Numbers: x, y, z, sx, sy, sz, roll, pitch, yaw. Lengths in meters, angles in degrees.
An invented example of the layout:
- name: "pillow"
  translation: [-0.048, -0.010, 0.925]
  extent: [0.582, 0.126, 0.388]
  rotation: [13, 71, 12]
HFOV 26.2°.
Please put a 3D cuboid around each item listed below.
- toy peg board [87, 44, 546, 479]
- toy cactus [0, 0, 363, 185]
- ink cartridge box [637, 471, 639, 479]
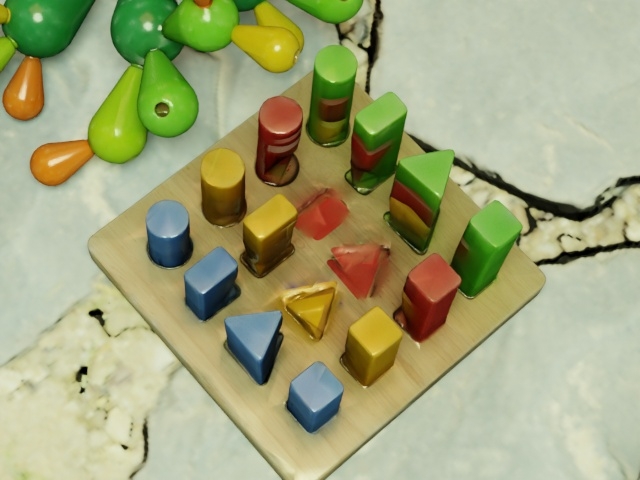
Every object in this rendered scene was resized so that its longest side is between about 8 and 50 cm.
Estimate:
- name: "toy peg board"
  translation: [0.000, 0.000, 0.639]
  extent: [0.160, 0.079, 0.161]
  rotation: [-38, 74, -18]
- name: "toy cactus"
  translation: [-0.096, -0.125, 0.676]
  extent: [0.219, 0.112, 0.180]
  rotation: [-21, 52, 9]
- name: "ink cartridge box"
  translation: [0.183, 0.138, 0.525]
  extent: [0.117, 0.201, 0.278]
  rotation: [23, 67, 5]
